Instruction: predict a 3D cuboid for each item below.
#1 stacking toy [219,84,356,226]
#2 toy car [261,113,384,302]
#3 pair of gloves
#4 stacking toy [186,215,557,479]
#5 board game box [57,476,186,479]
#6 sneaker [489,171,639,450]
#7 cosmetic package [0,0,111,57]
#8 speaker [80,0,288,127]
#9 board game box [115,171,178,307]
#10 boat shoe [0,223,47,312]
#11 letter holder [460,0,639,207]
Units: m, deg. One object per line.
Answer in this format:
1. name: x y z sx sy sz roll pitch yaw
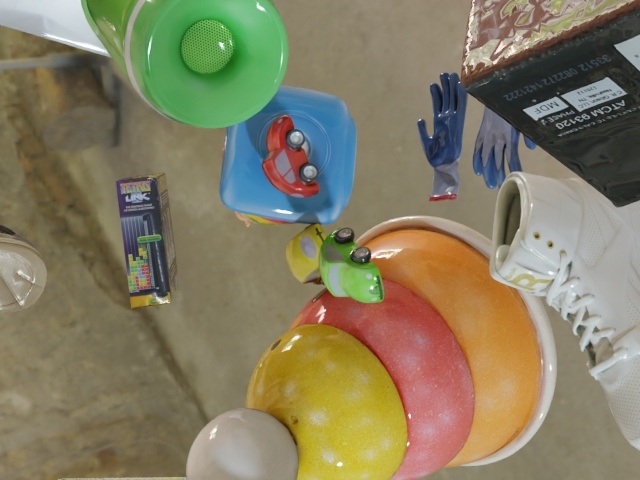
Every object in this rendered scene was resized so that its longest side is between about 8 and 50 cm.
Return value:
1. stacking toy: -0.070 -0.077 1.324 0.302 0.165 0.175 137 139 -69
2. toy car: 0.000 0.000 1.096 0.225 0.053 0.239 50 159 51
3. pair of gloves: 0.172 -0.124 1.094 0.198 0.023 0.159 -13 70 58
4. stacking toy: 0.032 0.185 1.163 0.350 0.480 0.351 14 113 36
5. board game box: -0.136 0.315 1.014 0.317 0.213 0.046 11 94 62
6. sneaker: 0.244 0.064 0.941 0.108 0.169 0.292 124 147 -52
7. cosmetic package: -0.355 -0.456 1.230 0.329 0.393 0.327 -121 48 -60
8. speaker: -0.124 -0.190 0.822 0.296 0.131 0.131 -131 42 -58
9. board game box: -0.199 -0.006 1.131 0.170 0.048 0.141 -140 42 -82
10. boat shoe: -0.423 0.009 0.984 0.092 0.285 0.103 -139 61 -65
11. letter holder: 0.241 -0.176 0.487 0.302 0.152 0.214 -18 53 45
